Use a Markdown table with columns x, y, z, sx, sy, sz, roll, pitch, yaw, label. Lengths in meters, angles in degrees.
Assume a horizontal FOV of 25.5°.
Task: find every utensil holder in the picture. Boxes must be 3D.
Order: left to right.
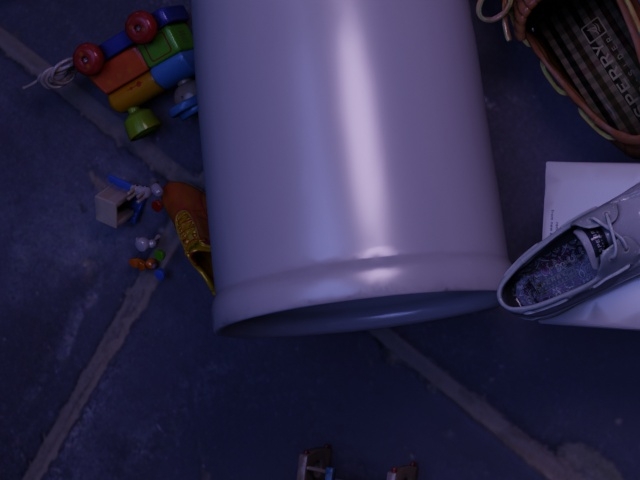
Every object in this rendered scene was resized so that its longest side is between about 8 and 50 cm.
| x | y | z | sx | sy | sz | roll | pitch | yaw | label |
| --- | --- | --- | --- | --- | --- | --- | --- | --- | --- |
| 0.025 | -0.106 | 1.523 | 0.327 | 0.327 | 0.385 | -12 | 80 | 27 | utensil holder |

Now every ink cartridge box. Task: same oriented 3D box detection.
| x | y | z | sx | sy | sz | roll | pitch | yaw | label |
| --- | --- | --- | --- | --- | --- | --- | --- | --- | --- |
| 0.361 | 0.007 | 1.436 | 0.232 | 0.171 | 0.168 | 3 | 90 | 27 | ink cartridge box |

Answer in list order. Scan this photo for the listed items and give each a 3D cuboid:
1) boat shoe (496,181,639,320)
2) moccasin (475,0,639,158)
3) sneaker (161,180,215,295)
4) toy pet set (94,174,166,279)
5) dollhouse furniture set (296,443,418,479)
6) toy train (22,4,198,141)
| x | y | z | sx | sy | sz | roll | pitch | yaw | label |
| --- | --- | --- | --- | --- | --- | --- | --- | --- | --- |
| 0.266 | 0.009 | 1.341 | 0.227 | 0.081 | 0.079 | -35 | 74 | 23 | boat shoe |
| 0.254 | -0.253 | 1.509 | 0.139 | 0.147 | 0.380 | -31 | 74 | 24 | moccasin |
| -0.148 | -0.007 | 1.760 | 0.064 | 0.067 | 0.175 | -45 | 69 | 21 | sneaker |
| -0.228 | -0.031 | 1.813 | 0.114 | 0.065 | 0.122 | 23 | 130 | 24 | toy pet set |
| 0.012 | 0.315 | 1.604 | 0.129 | 0.183 | 0.129 | 7 | 92 | 28 | dollhouse furniture set |
| -0.256 | -0.189 | 1.809 | 0.248 | 0.105 | 0.143 | -26 | 91 | 25 | toy train |
